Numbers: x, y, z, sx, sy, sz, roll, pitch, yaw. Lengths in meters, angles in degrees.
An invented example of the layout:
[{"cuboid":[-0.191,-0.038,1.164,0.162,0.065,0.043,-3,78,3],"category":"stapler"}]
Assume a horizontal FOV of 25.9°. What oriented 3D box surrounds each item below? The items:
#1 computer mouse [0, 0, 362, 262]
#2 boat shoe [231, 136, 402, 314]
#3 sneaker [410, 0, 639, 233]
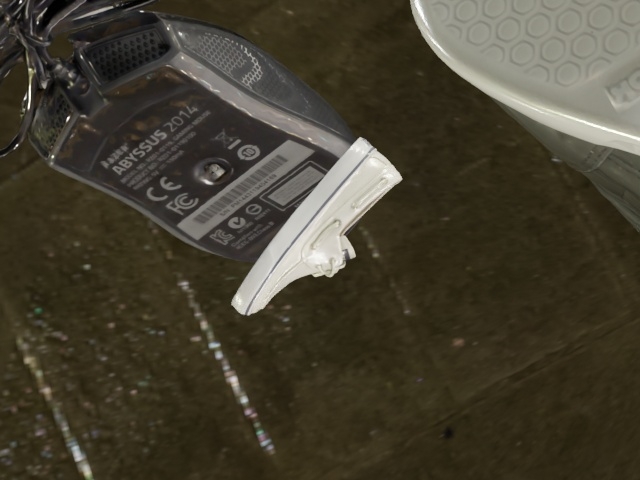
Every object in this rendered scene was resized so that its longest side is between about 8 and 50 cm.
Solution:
[{"cuboid":[-0.075,-0.078,0.768,0.188,0.272,0.072,-32,47,24],"category":"computer mouse"},{"cuboid":[0.000,0.000,0.651,0.035,0.035,0.100,40,84,1],"category":"boat shoe"},{"cuboid":[0.168,-0.008,0.347,0.295,0.147,0.105,35,98,34],"category":"sneaker"}]
